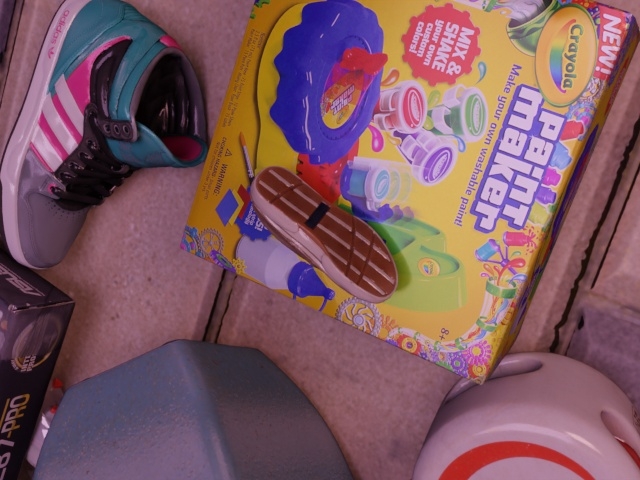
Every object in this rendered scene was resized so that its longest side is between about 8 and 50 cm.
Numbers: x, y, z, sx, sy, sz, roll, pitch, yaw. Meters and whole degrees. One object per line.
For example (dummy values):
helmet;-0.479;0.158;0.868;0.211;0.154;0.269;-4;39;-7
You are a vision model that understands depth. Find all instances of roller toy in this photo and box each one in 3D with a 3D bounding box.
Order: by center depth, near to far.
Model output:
roller toy;0.184;0.200;0.761;0.209;0.146;0.191;21;112;12

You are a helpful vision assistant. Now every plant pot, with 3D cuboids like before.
plant pot;-0.120;0.234;0.838;0.248;0.247;0.252;-25;70;22

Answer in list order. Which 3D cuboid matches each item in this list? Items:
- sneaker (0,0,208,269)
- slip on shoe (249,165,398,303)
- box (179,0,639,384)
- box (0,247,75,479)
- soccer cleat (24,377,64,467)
sneaker;-0.206;-0.086;0.899;0.178;0.124;0.295;24;103;27
slip on shoe;0.000;0.000;0.680;0.135;0.051;0.041;38;149;4
box;0.077;-0.084;0.755;0.279;0.177;0.290;23;104;17
box;-0.479;0.117;1.014;0.395;0.097;0.318;30;105;25
soccer cleat;-0.284;0.244;0.995;0.076;0.068;0.196;-39;74;25
